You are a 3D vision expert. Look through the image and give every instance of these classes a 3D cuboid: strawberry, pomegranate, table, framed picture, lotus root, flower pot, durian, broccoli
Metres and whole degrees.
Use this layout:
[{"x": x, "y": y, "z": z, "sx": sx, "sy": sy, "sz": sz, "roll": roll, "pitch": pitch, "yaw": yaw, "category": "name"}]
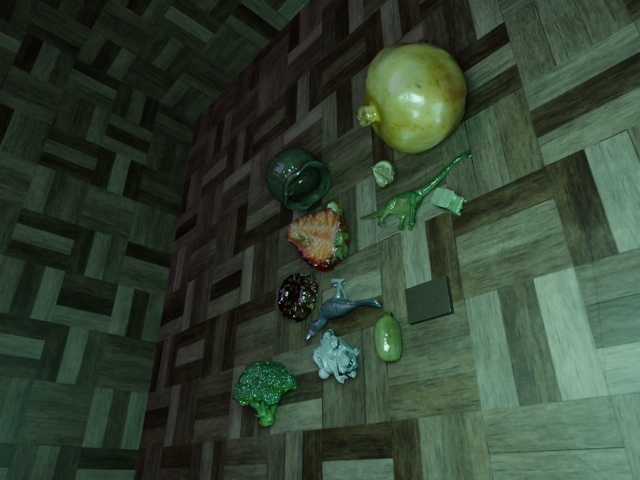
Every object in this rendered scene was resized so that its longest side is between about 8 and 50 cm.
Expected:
[{"x": 0.006, "y": 0.015, "z": 1.959, "sx": 0.280, "sy": 0.150, "sz": 0.253, "roll": -15, "pitch": 70, "yaw": 32, "category": "strawberry"}, {"x": 0.323, "y": -0.508, "z": 1.668, "sx": 0.411, "sy": 0.411, "sz": 0.411, "roll": -27, "pitch": 52, "yaw": 41, "category": "pomegranate"}, {"x": 0.438, "y": -0.133, "z": 1.570, "sx": 0.079, "sy": 0.083, "sz": 0.062, "roll": 26, "pitch": 93, "yaw": 53, "category": "table"}, {"x": 0.362, "y": 0.202, "z": 1.538, "sx": 0.168, "sy": 0.023, "sz": 0.127, "roll": -27, "pitch": 52, "yaw": 41, "category": "framed picture"}, {"x": 0.232, "y": 0.325, "z": 1.578, "sx": 0.077, "sy": 0.090, "sz": 0.183, "roll": 119, "pitch": 157, "yaw": -58, "category": "lotus root"}, {"x": -0.105, "y": -0.282, "z": 2.175, "sx": 0.213, "sy": 0.302, "sz": 0.301, "roll": 46, "pitch": 108, "yaw": 39, "category": "flower pot"}, {"x": 0.261, "y": -0.274, "z": 1.877, "sx": 0.140, "sy": 0.071, "sz": 0.110, "roll": 36, "pitch": 105, "yaw": 39, "category": "durian"}, {"x": -0.238, "y": 0.641, "z": 1.904, "sx": 0.254, "sy": 0.269, "sz": 0.269, "roll": 10, "pitch": 79, "yaw": 58, "category": "broccoli"}]

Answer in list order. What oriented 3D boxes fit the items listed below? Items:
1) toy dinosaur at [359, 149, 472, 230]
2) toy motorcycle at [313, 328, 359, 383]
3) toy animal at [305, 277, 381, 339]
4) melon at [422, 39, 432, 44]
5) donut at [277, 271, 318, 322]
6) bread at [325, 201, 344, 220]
[{"x": 0.335, "y": -0.188, "z": 1.730, "sx": 0.447, "sy": 0.087, "sz": 0.300, "roll": 4, "pitch": 75, "yaw": 45, "category": "toy dinosaur"}, {"x": 0.048, "y": 0.446, "z": 1.724, "sx": 0.171, "sy": 0.110, "sz": 0.260, "roll": -60, "pitch": 28, "yaw": 4, "category": "toy motorcycle"}, {"x": 0.078, "y": 0.244, "z": 1.826, "sx": 0.367, "sy": 0.081, "sz": 0.205, "roll": -30, "pitch": 45, "yaw": 29, "category": "toy animal"}, {"x": 0.430, "y": -0.737, "z": 1.920, "sx": 0.128, "sy": 0.079, "sz": 0.160, "roll": 163, "pitch": 122, "yaw": -67, "category": "melon"}, {"x": -0.109, "y": 0.246, "z": 2.048, "sx": 0.235, "sy": 0.089, "sz": 0.235, "roll": -29, "pitch": 51, "yaw": 42, "category": "donut"}, {"x": 0.059, "y": -0.094, "z": 2.022, "sx": 0.094, "sy": 0.083, "sz": 0.157, "roll": 11, "pitch": 105, "yaw": 34, "category": "bread"}]
